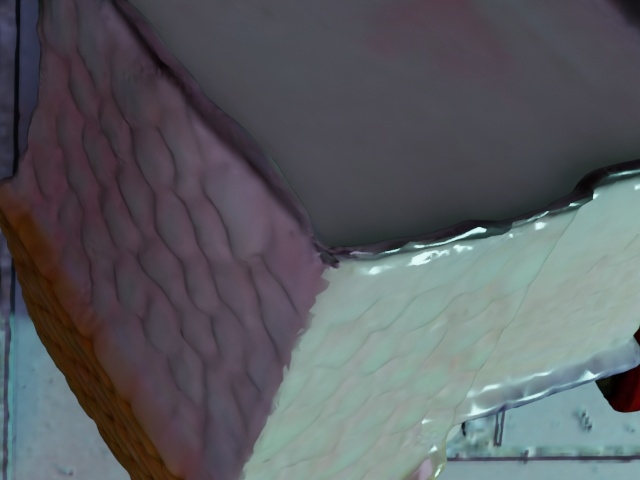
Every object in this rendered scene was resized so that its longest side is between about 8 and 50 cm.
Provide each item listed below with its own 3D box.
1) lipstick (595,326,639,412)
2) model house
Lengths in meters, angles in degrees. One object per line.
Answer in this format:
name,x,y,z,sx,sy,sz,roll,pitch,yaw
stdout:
lipstick,0.238,0.030,0.844,0.241,0.080,0.080,-3,110,-8
model house,0.000,0.000,0.746,0.237,0.202,0.237,-18,144,-41
